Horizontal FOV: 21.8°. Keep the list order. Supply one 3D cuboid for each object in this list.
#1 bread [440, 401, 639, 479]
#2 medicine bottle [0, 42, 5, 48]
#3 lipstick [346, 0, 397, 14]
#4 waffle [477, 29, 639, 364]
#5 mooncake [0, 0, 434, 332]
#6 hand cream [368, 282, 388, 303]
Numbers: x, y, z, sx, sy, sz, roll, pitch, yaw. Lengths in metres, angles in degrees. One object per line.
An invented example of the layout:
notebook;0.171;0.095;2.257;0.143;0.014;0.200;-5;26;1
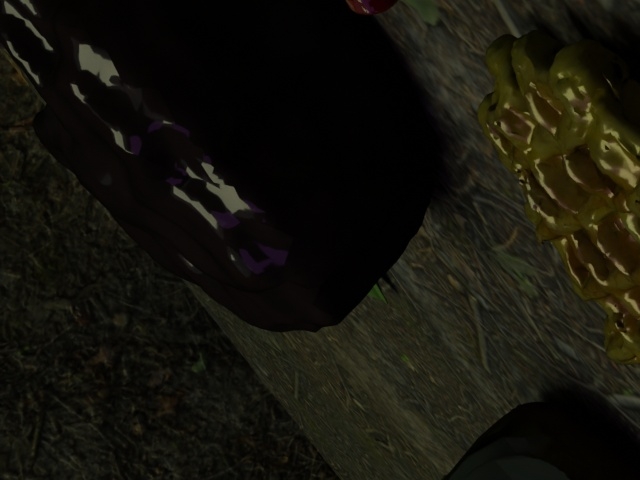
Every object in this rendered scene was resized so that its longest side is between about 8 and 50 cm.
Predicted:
bread;0.217;0.321;1.317;0.395;0.239;0.264;42;167;29
medicine bottle;-0.321;-0.338;1.382;0.325;0.212;0.212;48;170;23
lipstick;-0.035;-0.240;0.910;0.274;0.061;0.068;56;167;-26
waffle;0.198;0.025;0.860;0.307;0.060;0.312;35;164;54
mooncake;-0.082;-0.098;1.239;0.350;0.212;0.381;38;167;21
hand cream;0.000;0.000;1.683;0.175;0.046;0.095;29;157;47
